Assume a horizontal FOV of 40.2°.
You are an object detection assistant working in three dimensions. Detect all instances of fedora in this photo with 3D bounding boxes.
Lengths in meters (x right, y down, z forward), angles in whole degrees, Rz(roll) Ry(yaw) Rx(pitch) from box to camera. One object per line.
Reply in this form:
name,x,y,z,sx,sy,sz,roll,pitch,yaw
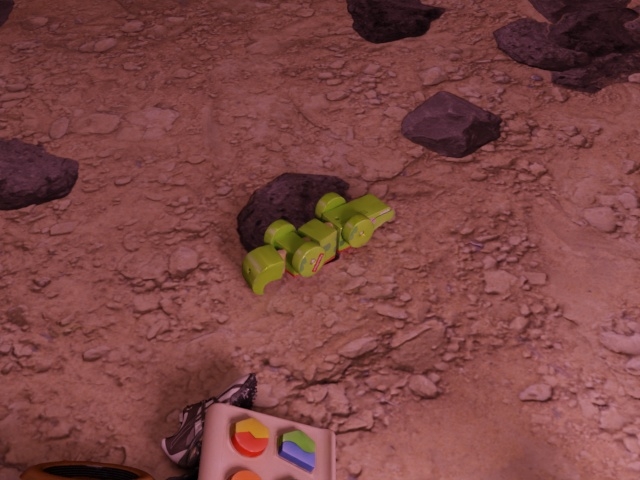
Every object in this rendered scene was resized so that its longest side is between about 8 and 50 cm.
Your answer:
fedora,-0.330,0.365,1.241,0.194,0.194,0.079,5,85,8

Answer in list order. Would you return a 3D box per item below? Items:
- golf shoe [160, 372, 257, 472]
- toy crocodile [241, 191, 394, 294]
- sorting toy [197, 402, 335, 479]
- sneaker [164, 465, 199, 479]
golf shoe,-0.176,0.276,1.398,0.094,0.077,0.198,20,46,23
toy crocodile,0.000,0.000,1.685,0.340,0.105,0.115,-29,48,-32
sorting toy,-0.075,0.340,1.298,0.208,0.038,0.193,15,44,-14
sneaker,-0.230,0.385,1.279,0.178,0.077,0.072,-32,49,-28
